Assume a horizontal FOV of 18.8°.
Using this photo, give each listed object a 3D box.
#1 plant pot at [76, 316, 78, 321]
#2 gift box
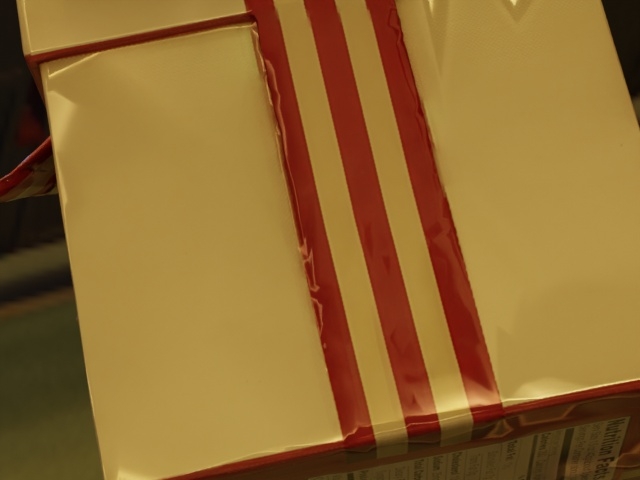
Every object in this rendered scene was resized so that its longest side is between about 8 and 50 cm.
[{"bbox_3d":[0.000,0.000,1.281,0.191,0.284,0.284,39,36,-8],"label":"plant pot"},{"bbox_3d":[-0.007,-0.003,0.794,0.276,0.255,0.258,-8,64,-6],"label":"gift box"}]
